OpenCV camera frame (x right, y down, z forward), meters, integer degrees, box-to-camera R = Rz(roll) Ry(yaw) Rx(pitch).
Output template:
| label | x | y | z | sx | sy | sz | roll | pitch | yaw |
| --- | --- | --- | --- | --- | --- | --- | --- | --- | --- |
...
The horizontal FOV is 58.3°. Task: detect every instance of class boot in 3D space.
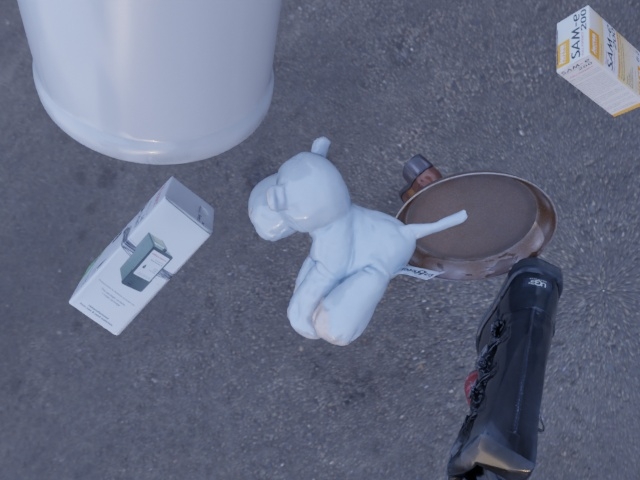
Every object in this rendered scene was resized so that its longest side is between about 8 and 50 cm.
| label | x | y | z | sx | sy | sz | roll | pitch | yaw |
| --- | --- | --- | --- | --- | --- | --- | --- | --- | --- |
| boot | 0.327 | -0.065 | 1.468 | 0.096 | 0.264 | 0.280 | -34 | 70 | -11 |
| boot | 0.350 | 0.302 | 1.103 | 0.146 | 0.445 | 0.366 | 12 | 133 | 17 |

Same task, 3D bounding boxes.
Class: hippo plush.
| label | x | y | z | sx | sy | sz | roll | pitch | yaw |
| --- | --- | --- | --- | --- | --- | --- | --- | --- | --- |
| hippo plush | 0.000 | 0.000 | 0.844 | 0.294 | 0.236 | 0.234 | -16 | 38 | 52 |

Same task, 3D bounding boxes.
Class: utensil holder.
| label | x | y | z | sx | sy | sz | roll | pitch | yaw |
| --- | --- | --- | --- | --- | --- | --- | --- | --- | --- |
| utensil holder | -0.194 | -0.336 | 0.671 | 0.327 | 0.328 | 0.385 | 53 | 151 | 20 |

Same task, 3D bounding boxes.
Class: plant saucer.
| label | x | y | z | sx | sy | sz | roll | pitch | yaw |
| --- | --- | --- | --- | --- | --- | --- | --- | --- | --- |
| plant saucer | 0.294 | -0.030 | 1.122 | 0.311 | 0.310 | 0.050 | -20 | 44 | 23 |

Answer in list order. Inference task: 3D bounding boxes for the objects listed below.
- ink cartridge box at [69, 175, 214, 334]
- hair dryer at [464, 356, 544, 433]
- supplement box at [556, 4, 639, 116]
| label | x | y | z | sx | sy | sz | roll | pitch | yaw |
| --- | --- | --- | --- | --- | --- | --- | --- | --- | --- |
| ink cartridge box | -0.364 | 0.022 | 1.200 | 0.121 | 0.211 | 0.289 | 42 | 96 | -20 |
| hair dryer | 0.420 | 0.373 | 1.280 | 0.224 | 0.294 | 0.080 | 43 | 120 | 12 |
| supplement box | 0.277 | -0.174 | 0.564 | 0.036 | 0.099 | 0.062 | -23 | 52 | 52 |
